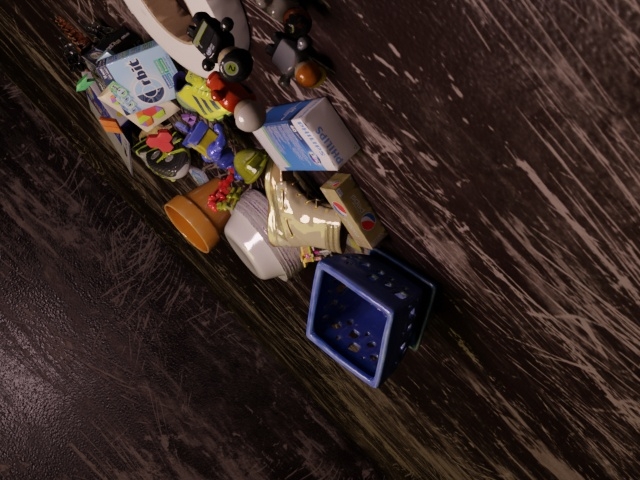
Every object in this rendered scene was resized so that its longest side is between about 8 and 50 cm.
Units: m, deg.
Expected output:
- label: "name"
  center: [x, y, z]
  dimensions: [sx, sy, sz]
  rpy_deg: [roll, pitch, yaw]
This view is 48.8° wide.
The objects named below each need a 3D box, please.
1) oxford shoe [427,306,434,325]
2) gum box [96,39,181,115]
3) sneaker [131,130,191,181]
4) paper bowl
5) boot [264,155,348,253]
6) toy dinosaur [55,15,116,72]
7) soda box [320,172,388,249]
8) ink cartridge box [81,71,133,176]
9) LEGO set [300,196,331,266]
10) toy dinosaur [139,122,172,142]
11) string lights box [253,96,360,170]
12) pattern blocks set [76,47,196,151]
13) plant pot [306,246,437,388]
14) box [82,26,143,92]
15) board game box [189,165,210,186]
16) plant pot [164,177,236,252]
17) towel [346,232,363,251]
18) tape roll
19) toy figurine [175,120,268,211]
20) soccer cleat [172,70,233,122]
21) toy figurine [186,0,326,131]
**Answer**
- label: "oxford shoe"
  center: [0.234, 0.197, 1.812]
  dimensions: [0.212, 0.076, 0.076]
  rpy_deg: [111, 154, -59]
- label: "gum box"
  center: [-0.456, -0.422, 1.824]
  dimensions: [0.157, 0.184, 0.041]
  rpy_deg: [65, -171, -45]
- label: "sneaker"
  center: [-0.487, -0.266, 2.303]
  dimensions: [0.147, 0.145, 0.384]
  rpy_deg: [49, 173, -32]
- label: "paper bowl"
  center: [-0.174, 0.001, 2.084]
  dimensions: [0.284, 0.148, 0.284]
  rpy_deg: [48, 166, 16]
- label: "boot"
  center: [-0.027, -0.100, 1.682]
  dimensions: [0.203, 0.095, 0.262]
  rpy_deg: [8, 108, 22]
- label: "toy dinosaur"
  center: [-0.667, -0.538, 2.089]
  dimensions: [0.322, 0.164, 0.218]
  rpy_deg: [23, 176, 2]
- label: "soda box"
  center: [0.078, -0.066, 1.602]
  dimensions: [0.061, 0.058, 0.181]
  rpy_deg: [15, 144, 56]
- label: "ink cartridge box"
  center: [-0.724, -0.415, 2.494]
  dimensions: [0.307, 0.072, 0.303]
  rpy_deg: [54, 161, 6]
- label: "LEGO set"
  center: [0.000, 0.000, 1.881]
  dimensions: [0.287, 0.107, 0.132]
  rpy_deg: [73, -171, -62]
- label: "toy dinosaur"
  center: [-0.556, -0.365, 2.268]
  dimensions: [0.183, 0.053, 0.093]
  rpy_deg: [-9, 102, 41]
- label: "string lights box"
  center: [-0.041, -0.220, 1.503]
  dimensions: [0.133, 0.077, 0.259]
  rpy_deg: [53, 160, -23]
- label: "pattern blocks set"
  center: [-0.494, -0.376, 1.925]
  dimensions: [0.324, 0.026, 0.285]
  rpy_deg: [23, 133, -33]
- label: "plant pot"
  center: [0.128, 0.160, 1.654]
  dimensions: [0.236, 0.212, 0.236]
  rpy_deg: [34, 130, 32]
- label: "box"
  center: [-0.549, -0.471, 1.954]
  dimensions: [0.077, 0.147, 0.180]
  rpy_deg: [36, 160, 25]
- label: "board game box"
  center: [-0.405, -0.209, 2.392]
  dimensions: [0.090, 0.020, 0.090]
  rpy_deg: [26, 152, 46]
- label: "plant pot"
  center: [-0.365, -0.096, 2.277]
  dimensions: [0.205, 0.188, 0.205]
  rpy_deg: [40, 160, 18]
- label: "towel"
  center: [0.075, -0.004, 1.812]
  dimensions: [0.083, 0.009, 0.060]
  rpy_deg: [30, 156, 41]
- label: "tape roll"
  center: [-0.306, -0.514, 1.468]
  dimensions: [0.392, 0.072, 0.392]
  rpy_deg: [40, 161, 17]
- label: "toy figurine"
  center: [-0.284, -0.209, 1.758]
  dimensions: [0.217, 0.191, 0.362]
  rpy_deg: [41, 173, -17]
- label: "soccer cleat"
  center: [-0.277, -0.359, 1.700]
  dimensions: [0.289, 0.093, 0.121]
  rpy_deg: [19, 141, 52]
- label: "toy figurine"
  center: [-0.104, -0.318, 1.225]
  dimensions: [0.148, 0.209, 0.213]
  rpy_deg: [49, 164, 28]
